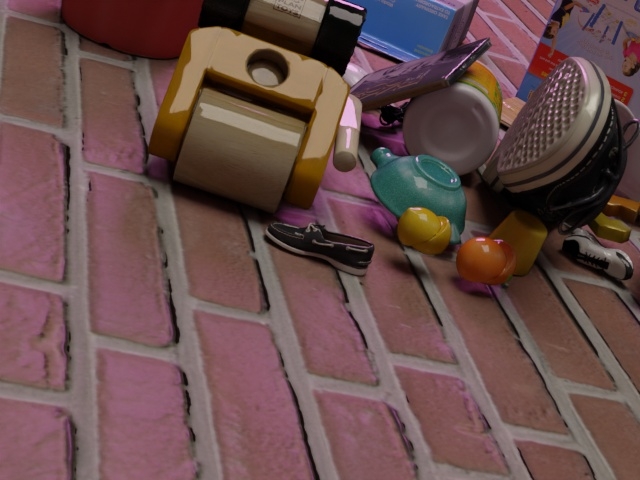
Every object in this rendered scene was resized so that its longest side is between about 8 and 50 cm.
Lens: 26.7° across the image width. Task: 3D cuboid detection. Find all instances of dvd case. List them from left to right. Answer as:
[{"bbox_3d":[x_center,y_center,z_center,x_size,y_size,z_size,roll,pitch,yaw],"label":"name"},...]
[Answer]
[{"bbox_3d":[0.120,-0.230,1.932,0.221,0.018,0.164,-13,20,36],"label":"dvd case"}]

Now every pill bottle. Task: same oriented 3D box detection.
[{"bbox_3d":[0.200,-0.195,1.989,0.136,0.136,0.246,21,23,1],"label":"pill bottle"}]

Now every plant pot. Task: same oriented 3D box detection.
[{"bbox_3d":[-0.254,-0.414,1.961,0.274,0.243,0.275,18,23,-8],"label":"plant pot"}]

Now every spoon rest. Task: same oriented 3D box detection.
[{"bbox_3d":[0.442,-0.126,1.979,0.137,0.084,0.276,30,-11,47],"label":"spoon rest"}]

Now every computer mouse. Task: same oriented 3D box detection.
[{"bbox_3d":[0.070,-0.237,2.095,0.193,0.042,0.106,36,28,31],"label":"computer mouse"}]

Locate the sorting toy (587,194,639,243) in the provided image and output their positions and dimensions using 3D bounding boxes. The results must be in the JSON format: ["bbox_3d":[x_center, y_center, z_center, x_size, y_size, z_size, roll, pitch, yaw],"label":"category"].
[{"bbox_3d":[0.498,0.002,1.765,0.307,0.041,0.229,17,29,17],"label":"sorting toy"}]

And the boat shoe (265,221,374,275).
[{"bbox_3d":[0.000,0.000,1.522,0.125,0.038,0.046,22,23,3],"label":"boat shoe"}]

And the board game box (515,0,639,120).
[{"bbox_3d":[0.535,-0.318,2.327,0.308,0.302,0.086,33,26,26],"label":"board game box"}]

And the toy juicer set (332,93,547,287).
[{"bbox_3d":[0.110,-0.043,1.646,0.329,0.089,0.209,36,29,7],"label":"toy juicer set"}]

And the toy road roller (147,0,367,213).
[{"bbox_3d":[-0.082,-0.165,1.682,0.202,0.241,0.330,19,60,-4],"label":"toy road roller"}]

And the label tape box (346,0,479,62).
[{"bbox_3d":[0.140,-0.439,2.508,0.249,0.115,0.347,25,22,9],"label":"label tape box"}]

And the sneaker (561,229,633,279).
[{"bbox_3d":[0.365,0.024,1.780,0.043,0.040,0.109,-16,35,-38],"label":"sneaker"}]

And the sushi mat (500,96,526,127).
[{"bbox_3d":[0.409,-0.159,2.231,0.316,0.019,0.151,35,26,30],"label":"sushi mat"}]

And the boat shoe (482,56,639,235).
[{"bbox_3d":[0.316,-0.109,1.714,0.156,0.187,0.500,32,-2,3],"label":"boat shoe"}]
